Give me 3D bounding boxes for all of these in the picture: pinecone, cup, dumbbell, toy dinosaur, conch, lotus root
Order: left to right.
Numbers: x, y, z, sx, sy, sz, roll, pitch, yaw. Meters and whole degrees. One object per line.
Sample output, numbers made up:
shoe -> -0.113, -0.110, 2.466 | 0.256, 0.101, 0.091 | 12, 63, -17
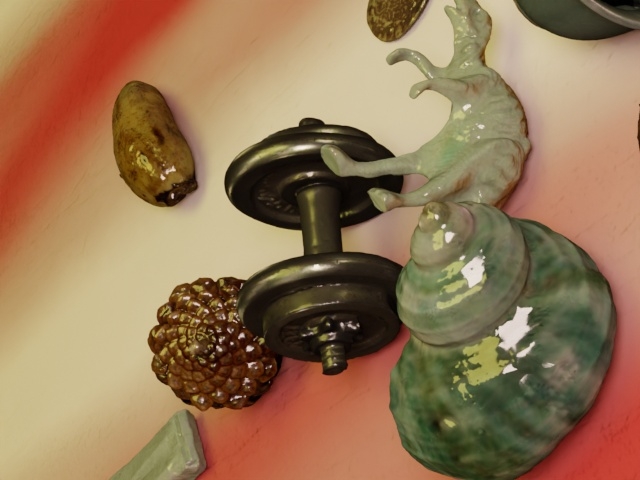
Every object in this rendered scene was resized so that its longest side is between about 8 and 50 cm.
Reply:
lotus root -> -0.242, -0.136, 1.821 | 0.110, 0.097, 0.258 | -59, 35, 23
pinecone -> -0.117, 0.116, 1.518 | 0.174, 0.174, 0.173 | -23, 59, 46
dumbbell -> 0.000, 0.000, 1.371 | 0.192, 0.192, 0.289 | -31, 54, 42
toy dinosaur -> 0.121, -0.054, 1.269 | 0.092, 0.206, 0.392 | 131, 124, -67
conch -> 0.150, 0.076, 1.159 | 0.220, 0.277, 0.195 | -18, 31, 8
cup -> 0.242, -0.254, 1.191 | 0.150, 0.199, 0.199 | 145, 131, -63

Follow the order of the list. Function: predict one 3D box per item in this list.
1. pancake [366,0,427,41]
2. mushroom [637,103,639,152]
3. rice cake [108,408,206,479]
pancake -> 0.090, -0.281, 1.512 | 0.115, 0.011, 0.114 | -23, 59, 46
mushroom -> 0.337, -0.075, 1.008 | 0.231, 0.138, 0.194 | -3, 75, 52
rice cake -> -0.219, 0.306, 1.665 | 0.226, 0.040, 0.085 | -45, 46, 32
